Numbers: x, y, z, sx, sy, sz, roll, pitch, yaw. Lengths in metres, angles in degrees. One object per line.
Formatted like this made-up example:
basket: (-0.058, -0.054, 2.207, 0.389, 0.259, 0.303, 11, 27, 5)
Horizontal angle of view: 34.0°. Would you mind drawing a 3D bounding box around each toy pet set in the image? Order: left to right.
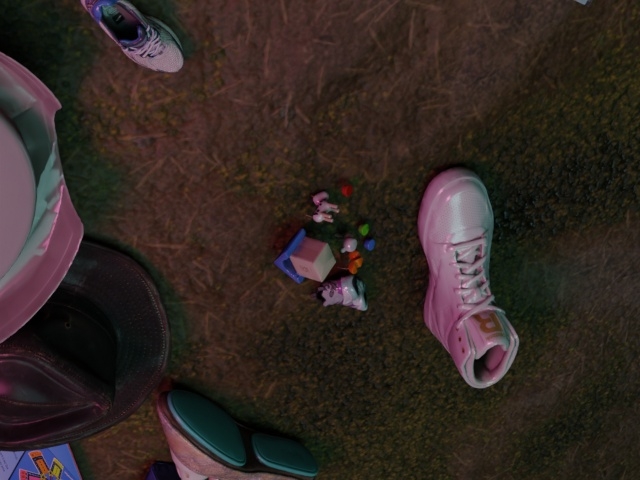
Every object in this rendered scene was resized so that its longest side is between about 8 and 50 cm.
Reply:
toy pet set: (0.000, 0.000, 1.305, 0.114, 0.065, 0.122, -55, 143, -27)

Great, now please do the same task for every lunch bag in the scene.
lunch bag: (-0.206, 0.359, 1.469, 0.098, 0.067, 0.065, 16, 118, -36)

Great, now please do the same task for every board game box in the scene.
board game box: (-0.394, 0.278, 1.341, 0.145, 0.027, 0.281, -16, 131, -12)

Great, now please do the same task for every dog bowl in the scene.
dog bowl: (-0.401, -0.041, 0.987, 0.349, 0.102, 0.348, -17, 124, -27)

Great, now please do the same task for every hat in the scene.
hat: (-0.318, 0.146, 1.178, 0.331, 0.134, 0.331, -9, 118, -18)

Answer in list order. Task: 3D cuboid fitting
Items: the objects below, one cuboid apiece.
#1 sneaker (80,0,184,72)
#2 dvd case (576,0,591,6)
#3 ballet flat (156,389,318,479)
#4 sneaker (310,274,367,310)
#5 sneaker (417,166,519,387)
sneaker: (-0.184, -0.203, 1.039, 0.052, 0.058, 0.135, -43, 133, 11)
dvd case: (0.288, -0.326, 1.201, 0.119, 0.013, 0.087, 13, 119, -34)
ballet flat: (-0.132, 0.302, 1.439, 0.106, 0.107, 0.316, -40, 132, 18)
sneaker: (0.022, 0.071, 1.375, 0.069, 0.038, 0.098, -10, 156, 13)
sneaker: (0.205, 0.059, 1.362, 0.108, 0.169, 0.292, -17, 130, -11)
